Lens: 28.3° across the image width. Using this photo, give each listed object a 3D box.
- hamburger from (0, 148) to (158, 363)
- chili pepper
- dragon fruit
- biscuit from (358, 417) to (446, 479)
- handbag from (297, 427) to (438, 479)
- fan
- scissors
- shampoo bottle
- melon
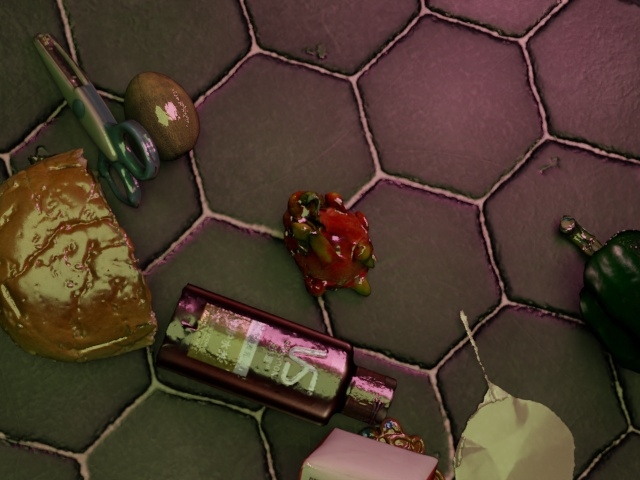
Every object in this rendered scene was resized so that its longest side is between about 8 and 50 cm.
[{"bbox_3d":[-0.360,0.030,1.724,0.211,0.132,0.309,-23,88,-8],"label":"hamburger"},{"bbox_3d":[0.433,0.056,1.752,0.165,0.174,0.261,-23,50,-2],"label":"chili pepper"},{"bbox_3d":[0.000,0.000,1.767,0.142,0.175,0.138,16,72,28],"label":"dragon fruit"},{"bbox_3d":[0.109,0.338,1.775,0.124,0.026,0.175,-24,87,-6],"label":"biscuit"},{"bbox_3d":[0.042,0.421,1.704,0.171,0.151,0.298,15,106,14],"label":"handbag"},{"bbox_3d":[0.252,0.245,1.799,0.182,0.010,0.310,-18,89,-6],"label":"fan"},{"bbox_3d":[-0.319,-0.180,1.770,0.041,0.138,0.289,-26,73,-38],"label":"scissors"},{"bbox_3d":[-0.057,0.171,1.751,0.323,0.084,0.129,22,77,-2],"label":"shampoo bottle"},{"bbox_3d":[-0.222,-0.174,1.767,0.098,0.098,0.131,-25,92,-5],"label":"melon"}]
